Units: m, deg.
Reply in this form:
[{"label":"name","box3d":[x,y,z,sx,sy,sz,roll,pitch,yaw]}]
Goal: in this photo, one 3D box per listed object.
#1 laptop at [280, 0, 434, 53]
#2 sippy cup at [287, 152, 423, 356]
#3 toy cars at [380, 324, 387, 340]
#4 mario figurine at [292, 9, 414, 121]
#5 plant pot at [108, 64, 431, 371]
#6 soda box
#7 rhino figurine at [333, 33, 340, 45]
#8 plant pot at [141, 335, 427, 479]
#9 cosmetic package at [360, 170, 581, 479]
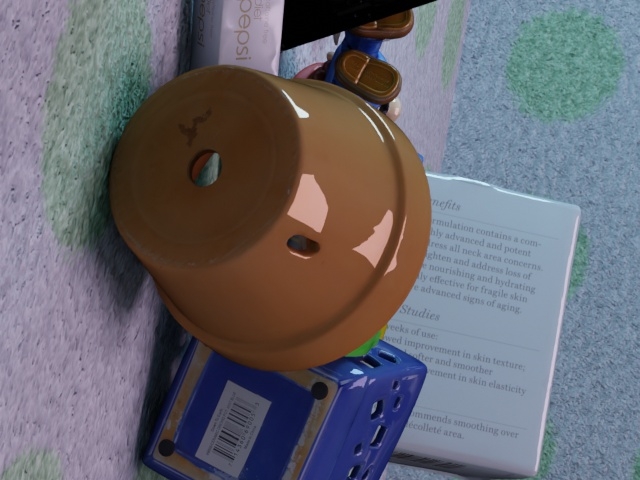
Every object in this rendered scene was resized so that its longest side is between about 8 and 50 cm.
[{"label":"laptop","box3d":[0.029,-0.309,1.815,0.264,0.234,0.136,46,31,-58]},{"label":"sippy cup","box3d":[-0.007,-0.026,1.752,0.240,0.305,0.224,3,114,-65]},{"label":"toy cars","box3d":[0.000,0.000,2.053,0.393,0.087,0.176,60,26,-56]},{"label":"mario figurine","box3d":[0.068,-0.196,2.058,0.198,0.170,0.320,-41,178,-14]},{"label":"plant pot","box3d":[-0.065,-0.037,1.546,0.203,0.291,0.290,33,67,-60]},{"label":"soda box","box3d":[-0.082,-0.253,1.654,0.069,0.074,0.216,36,-53,52]},{"label":"rhino figurine","box3d":[0.051,-0.389,2.272,0.106,0.073,0.243,15,86,-76]},{"label":"plant pot","box3d":[-0.050,0.195,1.807,0.236,0.236,0.212,-66,162,5]},{"label":"cosmetic package","box3d":[0.152,0.127,2.377,0.327,0.330,0.393,134,-32,-77]}]
